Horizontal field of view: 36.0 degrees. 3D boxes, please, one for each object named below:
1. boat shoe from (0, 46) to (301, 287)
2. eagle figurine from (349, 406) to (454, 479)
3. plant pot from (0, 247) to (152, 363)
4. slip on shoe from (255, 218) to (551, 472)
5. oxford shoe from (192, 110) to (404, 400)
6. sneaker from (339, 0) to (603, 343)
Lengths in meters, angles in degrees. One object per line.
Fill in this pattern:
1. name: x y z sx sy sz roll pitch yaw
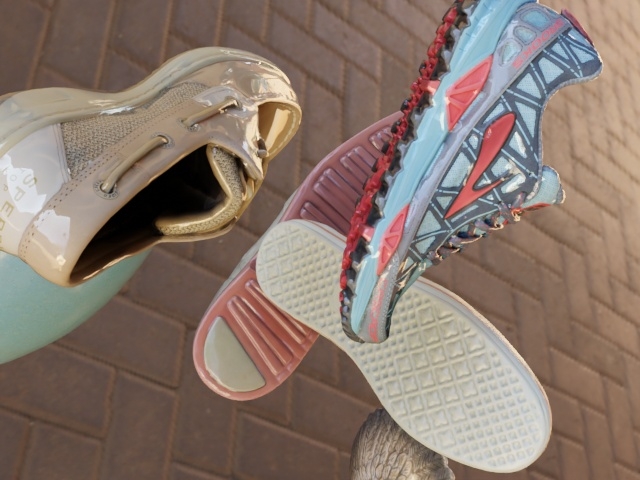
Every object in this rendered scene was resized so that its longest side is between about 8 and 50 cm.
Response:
1. boat shoe: -0.096 -0.045 0.663 0.110 0.122 0.341 36 30 14
2. eagle figurine: 0.068 0.338 1.125 0.226 0.225 0.298 63 2 31
3. plant pot: -0.329 0.007 0.977 0.290 0.195 0.290 27 13 -7
4. slip on shoe: 0.078 0.083 0.889 0.331 0.123 0.101 36 16 36
5. oxford shoe: 0.000 0.000 1.084 0.397 0.146 0.140 -43 99 -12
6. sneaker: 0.099 -0.034 0.652 0.125 0.262 0.104 24 15 -3
